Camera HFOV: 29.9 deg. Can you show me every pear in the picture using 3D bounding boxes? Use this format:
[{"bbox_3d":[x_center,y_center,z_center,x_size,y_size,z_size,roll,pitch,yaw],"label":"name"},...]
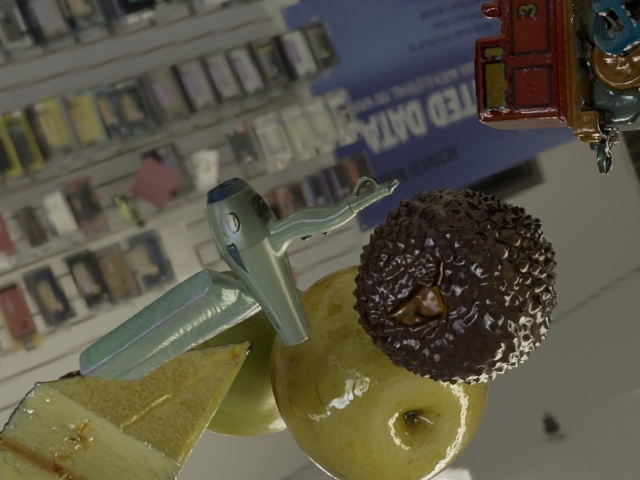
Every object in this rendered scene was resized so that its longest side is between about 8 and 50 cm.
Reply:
[{"bbox_3d":[0.090,0.205,1.853,0.348,0.348,0.348,-20,-176,1],"label":"pear"}]

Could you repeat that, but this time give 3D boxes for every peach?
[{"bbox_3d":[-0.130,0.194,2.116,0.281,0.315,0.314,-51,-156,35],"label":"peach"}]

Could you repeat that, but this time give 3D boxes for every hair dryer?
[{"bbox_3d":[-0.002,0.018,1.103,0.199,0.167,0.067,-2,-155,26],"label":"hair dryer"}]

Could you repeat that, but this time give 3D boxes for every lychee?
[{"bbox_3d":[0.178,0.050,1.510,0.267,0.267,0.267,-20,-176,1],"label":"lychee"}]

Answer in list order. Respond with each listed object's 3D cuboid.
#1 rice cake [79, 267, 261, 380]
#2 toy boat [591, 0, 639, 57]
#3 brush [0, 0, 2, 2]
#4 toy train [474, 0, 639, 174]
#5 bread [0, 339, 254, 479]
[{"bbox_3d":[-0.157,0.093,1.250,0.221,0.042,0.080,-32,146,34],"label":"rice cake"},{"bbox_3d":[0.310,-0.268,1.094,0.134,0.092,0.299,-66,-171,-15],"label":"toy boat"},{"bbox_3d":[-0.412,-0.341,1.387,0.063,0.193,0.016,-26,165,20],"label":"brush"},{"bbox_3d":[0.308,-0.263,1.487,0.231,0.369,0.163,-3,178,21],"label":"toy train"},{"bbox_3d":[-0.262,0.226,1.624,0.346,0.242,0.405,-49,-171,35],"label":"bread"}]
